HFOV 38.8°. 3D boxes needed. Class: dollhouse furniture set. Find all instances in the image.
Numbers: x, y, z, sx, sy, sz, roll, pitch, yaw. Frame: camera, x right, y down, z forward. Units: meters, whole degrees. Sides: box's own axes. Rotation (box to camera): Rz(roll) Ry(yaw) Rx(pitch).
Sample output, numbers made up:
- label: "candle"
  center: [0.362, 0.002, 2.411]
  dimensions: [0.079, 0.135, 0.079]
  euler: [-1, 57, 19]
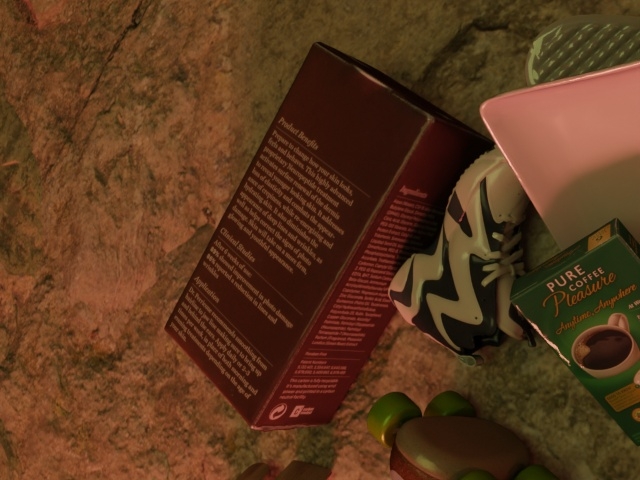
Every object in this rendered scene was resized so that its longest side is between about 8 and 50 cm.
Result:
- label: "dollhouse furniture set"
  center: [-0.060, 0.351, 1.068]
  dimensions: [0.144, 0.123, 0.151]
  euler: [4, 120, 39]

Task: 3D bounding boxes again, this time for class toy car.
- label: "toy car"
  center: [0.113, 0.265, 0.876]
  dimensions: [0.155, 0.149, 0.188]
  euler: [39, 115, 48]

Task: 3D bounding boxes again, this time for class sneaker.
- label: "sneaker"
  center: [0.341, -0.131, 0.775]
  dimensions: [0.321, 0.127, 0.126]
  euler: [13, 95, 15]
- label: "sneaker"
  center: [0.179, 0.024, 0.886]
  dimensions: [0.235, 0.094, 0.153]
  euler: [-53, 57, 20]

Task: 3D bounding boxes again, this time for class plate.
- label: "plate"
  center: [0.307, -0.050, 0.720]
  dimensions: [0.277, 0.278, 0.045]
  euler: [-11, 41, 38]

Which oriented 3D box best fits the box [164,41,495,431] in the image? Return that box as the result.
- label: "box"
  center: [0.000, 0.000, 1.007]
  dimensions: [0.191, 0.143, 0.381]
  euler: [41, 110, 36]

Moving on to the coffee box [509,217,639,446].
- label: "coffee box"
  center: [0.262, 0.081, 0.777]
  dimensions: [0.184, 0.040, 0.113]
  euler: [47, 121, -8]
